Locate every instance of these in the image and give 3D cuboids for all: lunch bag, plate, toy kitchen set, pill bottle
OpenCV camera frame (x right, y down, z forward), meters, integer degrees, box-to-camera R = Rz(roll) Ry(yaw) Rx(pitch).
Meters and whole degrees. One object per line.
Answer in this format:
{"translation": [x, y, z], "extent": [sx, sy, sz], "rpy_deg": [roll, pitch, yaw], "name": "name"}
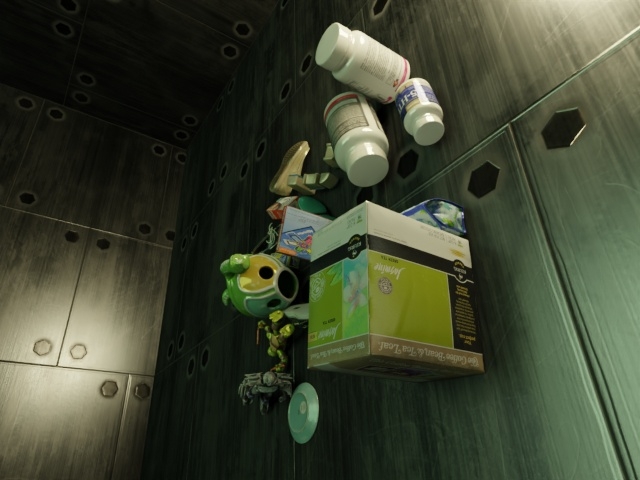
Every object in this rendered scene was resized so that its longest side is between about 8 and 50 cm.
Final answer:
{"translation": [0.263, -0.046, 1.130], "extent": [0.128, 0.151, 0.096], "rpy_deg": [-29, 51, 49], "name": "lunch bag"}
{"translation": [-0.066, 0.565, 1.494], "extent": [0.188, 0.024, 0.188], "rpy_deg": [-35, 46, 48], "name": "plate"}
{"translation": [-0.003, -0.275, 1.757], "extent": [0.207, 0.122, 0.166], "rpy_deg": [3, 77, 39], "name": "toy kitchen set"}
{"translation": [0.137, -0.572, 1.471], "extent": [0.160, 0.283, 0.160], "rpy_deg": [-33, 49, 47], "name": "pill bottle"}
{"translation": [0.121, -0.328, 1.482], "extent": [0.176, 0.176, 0.319], "rpy_deg": [-49, 37, 35], "name": "pill bottle"}
{"translation": [0.285, -0.364, 1.294], "extent": [0.112, 0.112, 0.187], "rpy_deg": [-47, 39, 37], "name": "pill bottle"}

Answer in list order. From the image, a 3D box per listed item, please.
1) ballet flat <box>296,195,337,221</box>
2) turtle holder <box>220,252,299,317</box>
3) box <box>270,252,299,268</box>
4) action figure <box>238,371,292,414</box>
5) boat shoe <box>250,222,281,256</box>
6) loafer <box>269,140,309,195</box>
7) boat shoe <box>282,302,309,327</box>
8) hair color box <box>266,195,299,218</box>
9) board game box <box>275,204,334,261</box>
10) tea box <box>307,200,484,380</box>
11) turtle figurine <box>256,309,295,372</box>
{"translation": [-0.006, -0.055, 1.647], "extent": [0.342, 0.116, 0.124], "rpy_deg": [40, 129, 54], "name": "ballet flat"}
{"translation": [-0.224, 0.143, 1.702], "extent": [0.227, 0.320, 0.243], "rpy_deg": [-5, 30, 35], "name": "turtle holder"}
{"translation": [-0.148, 0.083, 1.840], "extent": [0.169, 0.054, 0.059], "rpy_deg": [-7, 70, 57], "name": "box"}
{"translation": [-0.198, 0.526, 1.592], "extent": [0.285, 0.185, 0.099], "rpy_deg": [120, 161, -53], "name": "action figure"}
{"translation": [-0.196, -0.007, 1.912], "extent": [0.254, 0.079, 0.095], "rpy_deg": [-42, 43, 25], "name": "boat shoe"}
{"translation": [-0.122, -0.307, 1.964], "extent": [0.269, 0.092, 0.102], "rpy_deg": [-58, 31, -6], "name": "loafer"}
{"translation": [-0.058, 0.266, 1.592], "extent": [0.219, 0.077, 0.070], "rpy_deg": [-14, 105, 62], "name": "boat shoe"}
{"translation": [-0.151, -0.138, 1.917], "extent": [0.093, 0.053, 0.167], "rpy_deg": [-45, 21, -22], "name": "hair color box"}
{"translation": [0.000, 0.000, 1.411], "extent": [0.027, 0.281, 0.145], "rpy_deg": [-13, 64, 57], "name": "board game box"}
{"translation": [0.164, 0.136, 1.026], "extent": [0.220, 0.328, 0.324], "rpy_deg": [-31, 50, 49], "name": "tea box"}
{"translation": [-0.151, 0.374, 1.661], "extent": [0.270, 0.087, 0.217], "rpy_deg": [60, 145, 36], "name": "turtle figurine"}
